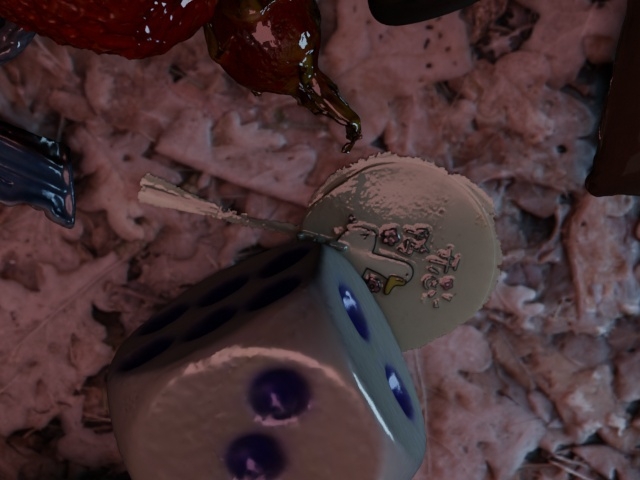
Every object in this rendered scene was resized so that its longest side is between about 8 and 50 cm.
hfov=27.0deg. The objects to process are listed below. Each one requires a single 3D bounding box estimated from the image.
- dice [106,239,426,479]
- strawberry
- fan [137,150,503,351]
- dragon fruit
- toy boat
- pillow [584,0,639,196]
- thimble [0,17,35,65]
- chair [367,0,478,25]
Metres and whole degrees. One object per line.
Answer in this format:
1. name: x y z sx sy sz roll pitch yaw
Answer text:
1. dice: -0.054 0.169 1.405 0.259 0.243 0.251 -25 109 11
2. strawberry: -0.219 -0.287 1.215 0.276 0.257 0.257 -3 107 13
3. fan: 0.000 0.000 1.473 0.414 0.012 0.233 13 106 -6
4. dragon fruit: -0.034 -0.192 1.361 0.125 0.125 0.246 -39 111 5
5. toy boat: -0.398 -0.076 1.379 0.309 0.129 0.143 20 91 -6
6. pillow: 0.448 -0.178 1.380 0.305 0.108 0.308 6 106 -5
7. thimble: -0.353 -0.245 1.347 0.150 0.098 0.150 0 108 -1
8. chair: 0.068 -0.436 1.177 0.361 0.365 0.410 -32 110 8
